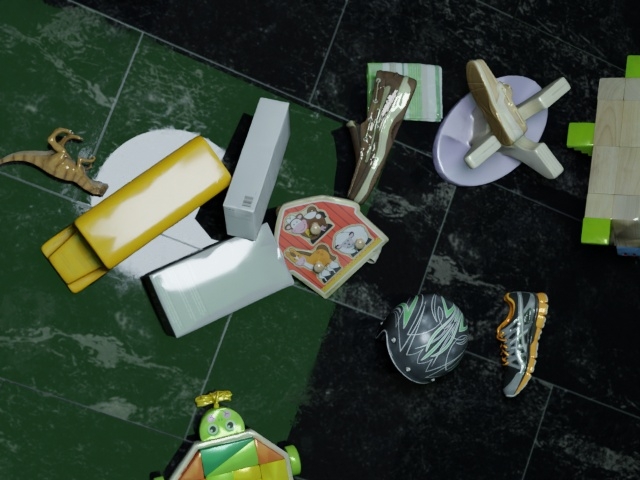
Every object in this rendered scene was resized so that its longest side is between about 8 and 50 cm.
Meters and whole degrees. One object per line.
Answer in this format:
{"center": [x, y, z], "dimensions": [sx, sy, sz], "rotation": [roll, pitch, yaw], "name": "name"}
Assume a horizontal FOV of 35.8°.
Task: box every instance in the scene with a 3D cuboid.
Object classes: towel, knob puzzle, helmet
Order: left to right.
{"center": [0.000, 0.000, 1.802], "dimensions": [0.213, 0.030, 0.213], "rotation": [-2, 118, -3], "name": "knob puzzle"}
{"center": [0.163, -0.289, 1.926], "dimensions": [0.152, 0.023, 0.113], "rotation": [0, 85, -13], "name": "towel"}
{"center": [0.194, 0.181, 1.837], "dimensions": [0.169, 0.161, 0.169], "rotation": [1, 87, -15], "name": "helmet"}

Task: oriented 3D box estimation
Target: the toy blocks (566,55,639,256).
{"center": [0.589, -0.126, 1.924], "dimensions": [0.190, 0.261, 0.381], "rotation": [4, 70, 22], "name": "toy blocks"}

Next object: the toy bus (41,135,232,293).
{"center": [-0.320, -0.043, 1.724], "dimensions": [0.332, 0.130, 0.108], "rotation": [-37, 97, -14], "name": "toy bus"}

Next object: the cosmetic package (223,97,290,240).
{"center": [-0.111, -0.128, 1.755], "dimensions": [0.060, 0.099, 0.239], "rotation": [11, 59, 8], "name": "cosmetic package"}

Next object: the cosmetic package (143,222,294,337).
{"center": [-0.182, 0.070, 1.774], "dimensions": [0.238, 0.107, 0.127], "rotation": [-23, 93, -18], "name": "cosmetic package"}

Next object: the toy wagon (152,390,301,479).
{"center": [-0.163, 0.444, 1.777], "dimensions": [0.267, 0.068, 0.344], "rotation": [-10, 90, -16], "name": "toy wagon"}

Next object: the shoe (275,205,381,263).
{"center": [0.017, -0.014, 1.842], "dimensions": [0.219, 0.076, 0.058], "rotation": [18, 77, -16], "name": "shoe"}

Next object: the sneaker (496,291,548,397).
{"center": [0.382, 0.200, 1.938], "dimensions": [0.083, 0.084, 0.215], "rotation": [14, 80, -1], "name": "sneaker"}

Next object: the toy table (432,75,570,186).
{"center": [0.352, -0.221, 1.901], "dimensions": [0.252, 0.161, 0.274], "rotation": [40, 79, -10], "name": "toy table"}

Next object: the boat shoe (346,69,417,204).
{"center": [0.091, -0.198, 1.864], "dimensions": [0.095, 0.095, 0.257], "rotation": [23, 89, 1], "name": "boat shoe"}

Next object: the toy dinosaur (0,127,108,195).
{"center": [-0.466, -0.140, 1.724], "dimensions": [0.211, 0.064, 0.112], "rotation": [20, 84, -13], "name": "toy dinosaur"}

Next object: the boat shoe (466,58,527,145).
{"center": [0.320, -0.256, 1.784], "dimensions": [0.059, 0.063, 0.170], "rotation": [-32, 105, -15], "name": "boat shoe"}
